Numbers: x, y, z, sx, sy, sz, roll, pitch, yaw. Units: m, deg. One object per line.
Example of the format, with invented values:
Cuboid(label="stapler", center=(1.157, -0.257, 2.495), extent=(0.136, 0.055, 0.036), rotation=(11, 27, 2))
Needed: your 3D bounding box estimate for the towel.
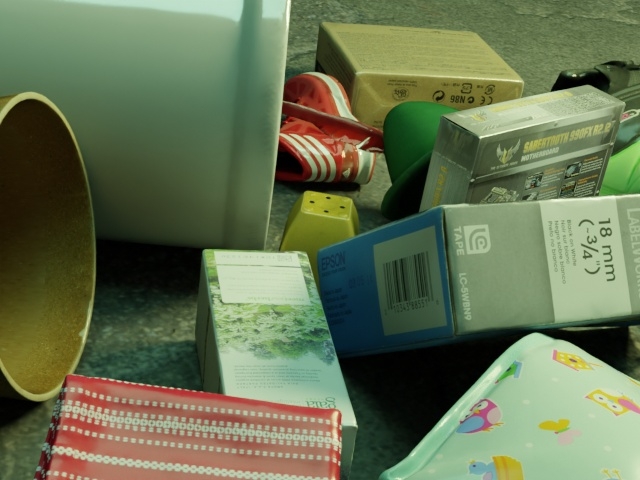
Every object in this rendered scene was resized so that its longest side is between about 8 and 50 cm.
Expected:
Cuboid(label="towel", center=(-0.091, 0.207, 0.721), extent=(0.199, 0.031, 0.275), rotation=(9, 50, -3))

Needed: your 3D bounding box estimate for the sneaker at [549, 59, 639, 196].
Cuboid(label="sneaker", center=(0.405, -0.179, 1.515), extent=(0.202, 0.185, 0.483), rotation=(25, 31, 19))

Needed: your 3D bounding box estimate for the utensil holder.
Cuboid(label="utensil holder", center=(-0.232, -0.161, 1.136), extent=(0.385, 0.327, 0.327), rotation=(6, 29, -5))

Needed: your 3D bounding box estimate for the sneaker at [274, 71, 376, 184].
Cuboid(label="sneaker", center=(-0.031, -0.139, 1.408), extent=(0.128, 0.087, 0.221), rotation=(-3, 30, -25))

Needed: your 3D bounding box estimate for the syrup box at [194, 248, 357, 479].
Cuboid(label="syrup box", center=(-0.043, 0.106, 0.941), extent=(0.093, 0.096, 0.237), rotation=(1, 32, -12))

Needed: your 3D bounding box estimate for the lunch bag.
Cuboid(label="lunch bag", center=(0.190, 0.185, 0.810), extent=(0.223, 0.160, 0.262), rotation=(25, 38, 28))

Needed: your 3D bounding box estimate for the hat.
Cuboid(label="hat", center=(0.098, -0.137, 1.290), extent=(0.208, 0.173, 0.183), rotation=(-9, 60, -37))

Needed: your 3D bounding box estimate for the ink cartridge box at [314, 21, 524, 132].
Cuboid(label="ink cartridge box", center=(0.126, -0.217, 1.594), extent=(0.235, 0.088, 0.193), rotation=(1, 28, -15))

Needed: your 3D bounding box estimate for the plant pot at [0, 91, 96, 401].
Cuboid(label="plant pot", center=(-0.336, 0.009, 0.934), extent=(0.254, 0.237, 0.237), rotation=(-2, 27, 10))

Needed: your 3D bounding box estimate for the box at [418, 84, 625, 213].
Cuboid(label="box", center=(0.201, -0.053, 1.220), extent=(0.231, 0.183, 0.056), rotation=(-16, 37, -38))

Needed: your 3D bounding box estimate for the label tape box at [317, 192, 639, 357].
Cuboid(label="label tape box", center=(0.197, 0.029, 1.025), extent=(0.334, 0.106, 0.240), rotation=(-4, -7, -24))

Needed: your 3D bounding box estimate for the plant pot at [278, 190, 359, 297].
Cuboid(label="plant pot", center=(0.000, 0.000, 1.163), extent=(0.081, 0.083, 0.081), rotation=(10, 29, 0))
